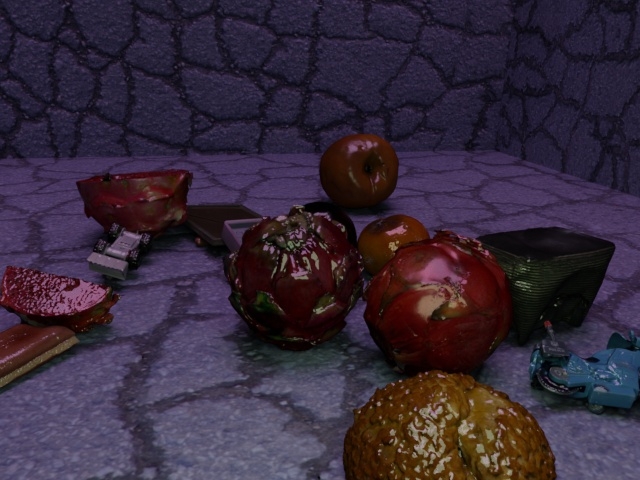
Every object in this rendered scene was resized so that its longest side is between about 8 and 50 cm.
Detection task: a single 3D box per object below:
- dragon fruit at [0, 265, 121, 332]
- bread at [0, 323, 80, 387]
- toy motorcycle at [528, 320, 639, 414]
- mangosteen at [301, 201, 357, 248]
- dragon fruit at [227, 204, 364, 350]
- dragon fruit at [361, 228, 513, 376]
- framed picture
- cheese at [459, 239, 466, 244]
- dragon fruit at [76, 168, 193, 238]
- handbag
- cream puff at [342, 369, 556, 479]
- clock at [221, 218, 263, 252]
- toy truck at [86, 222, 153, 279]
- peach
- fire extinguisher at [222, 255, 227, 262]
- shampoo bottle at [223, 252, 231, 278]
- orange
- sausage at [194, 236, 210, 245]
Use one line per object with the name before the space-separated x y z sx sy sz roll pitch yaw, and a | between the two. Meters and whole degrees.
dragon fruit | -0.601 0.169 1.227 0.274 0.161 0.126 11 49 1
bread | -0.617 0.229 1.109 0.119 0.067 0.192 22 28 25
toy motorcycle | 0.559 0.257 1.083 0.272 0.123 0.182 6 30 8
mangosteen | 0.000 0.000 1.626 0.228 0.228 0.265 3 -9 4
dragon fruit | -0.056 0.090 1.212 0.329 0.329 0.329 2 20 -1
dragon fruit | 0.240 0.140 1.121 0.302 0.295 0.295 -33 29 -10
framed picture | -0.334 -0.065 1.956 0.326 0.028 0.446 -3 19 -34
cheese | 0.417 0.065 1.608 0.226 0.117 0.214 -7 15 -12
dragon fruit | -0.612 -0.125 1.809 0.386 0.249 0.371 -1 13 13
handbag | 0.533 0.100 1.335 0.341 0.240 0.247 -9 22 -27
cream puff | 0.186 0.303 0.779 0.303 0.212 0.303 7 18 -2
clock | -0.206 0.010 1.680 0.150 0.063 0.197 -6 38 -33
toy truck | -0.585 0.042 1.574 0.136 0.111 0.286 17 22 -5
peach | 0.165 -0.296 2.296 0.343 0.342 0.302 -5 -2 -19
fire extinguisher | -0.274 0.049 1.703 0.083 0.028 0.022 -20 -3 -46
shampoo bottle | -0.186 0.104 1.471 0.056 0.086 0.227 -13 25 -39
orange | 0.216 0.011 1.601 0.224 0.170 0.224 -23 25 11
sausage | -0.385 0.000 1.817 0.083 0.034 0.034 -11 23 -36
